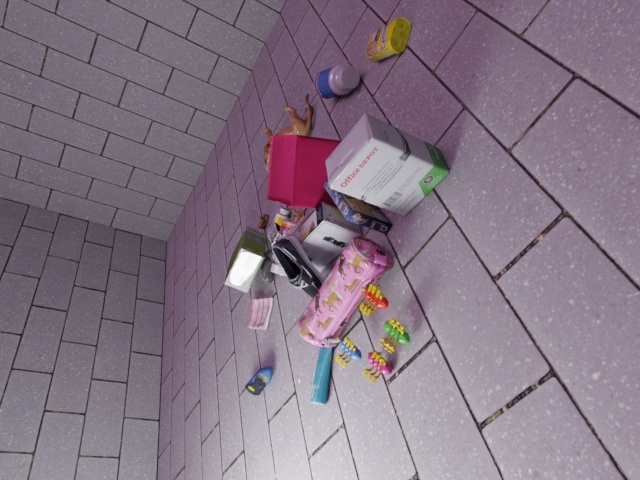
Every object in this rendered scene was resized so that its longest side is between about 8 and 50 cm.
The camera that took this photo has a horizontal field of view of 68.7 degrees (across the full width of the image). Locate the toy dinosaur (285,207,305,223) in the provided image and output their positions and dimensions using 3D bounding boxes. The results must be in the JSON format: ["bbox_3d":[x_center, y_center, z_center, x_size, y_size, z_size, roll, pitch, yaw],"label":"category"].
[{"bbox_3d":[-0.097,-0.110,2.073,0.092,0.053,0.183,31,92,43],"label":"toy dinosaur"}]

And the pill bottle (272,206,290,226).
[{"bbox_3d":[-0.185,-0.093,2.181,0.116,0.065,0.065,-67,29,11],"label":"pill bottle"}]

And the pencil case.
[{"bbox_3d":[0.077,0.167,1.495,0.167,0.160,0.386,42,114,27],"label":"pencil case"}]

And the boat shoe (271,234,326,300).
[{"bbox_3d":[-0.066,0.126,1.644,0.108,0.301,0.102,-24,11,39],"label":"boat shoe"}]

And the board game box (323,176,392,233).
[{"bbox_3d":[0.121,-0.121,1.568,0.042,0.165,0.243,-60,31,22],"label":"board game box"}]

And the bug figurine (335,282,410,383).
[{"bbox_3d":[0.152,0.272,1.354,0.216,0.072,0.279,43,118,40],"label":"bug figurine"}]

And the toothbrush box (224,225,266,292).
[{"bbox_3d":[-0.356,0.085,2.250,0.206,0.122,0.283,-62,15,18],"label":"toothbrush box"}]

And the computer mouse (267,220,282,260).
[{"bbox_3d":[-0.159,-0.009,1.790,0.106,0.042,0.193,-61,30,24],"label":"computer mouse"}]

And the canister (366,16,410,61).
[{"bbox_3d":[0.254,-0.759,1.785,0.170,0.073,0.126,11,84,62],"label":"canister"}]

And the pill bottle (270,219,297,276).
[{"bbox_3d":[-0.130,0.035,1.958,0.121,0.121,0.221,14,88,61],"label":"pill bottle"}]

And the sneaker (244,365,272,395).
[{"bbox_3d":[-0.248,0.578,1.939,0.082,0.069,0.209,-53,1,-42],"label":"sneaker"}]

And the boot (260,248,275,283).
[{"bbox_3d":[-0.187,0.074,2.100,0.208,0.076,0.190,-32,48,40],"label":"boot"}]

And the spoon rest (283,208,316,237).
[{"bbox_3d":[-0.051,-0.037,1.821,0.276,0.084,0.137,-32,55,15],"label":"spoon rest"}]

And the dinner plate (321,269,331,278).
[{"bbox_3d":[0.008,0.176,1.752,0.141,0.017,0.141,-37,43,45],"label":"dinner plate"}]

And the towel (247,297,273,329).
[{"bbox_3d":[-0.278,0.334,2.144,0.197,0.029,0.144,-14,63,57],"label":"towel"}]

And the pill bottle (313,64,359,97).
[{"bbox_3d":[0.071,-0.680,2.003,0.221,0.124,0.124,19,91,62],"label":"pill bottle"}]

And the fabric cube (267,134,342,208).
[{"bbox_3d":[-0.031,-0.257,1.751,0.259,0.258,0.254,25,111,61],"label":"fabric cube"}]

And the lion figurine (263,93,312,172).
[{"bbox_3d":[-0.154,-0.506,2.285,0.392,0.142,0.240,-45,46,33],"label":"lion figurine"}]

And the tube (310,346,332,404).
[{"bbox_3d":[0.006,0.445,1.579,0.080,0.052,0.207,-22,51,48],"label":"tube"}]

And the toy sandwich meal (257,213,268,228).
[{"bbox_3d":[-0.298,-0.099,2.415,0.085,0.029,0.086,-36,45,47],"label":"toy sandwich meal"}]

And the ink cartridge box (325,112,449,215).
[{"bbox_3d":[0.190,-0.214,1.369,0.211,0.289,0.122,-47,38,38],"label":"ink cartridge box"}]

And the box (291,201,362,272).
[{"bbox_3d":[0.000,0.000,1.710,0.290,0.169,0.087,-45,36,42],"label":"box"}]
